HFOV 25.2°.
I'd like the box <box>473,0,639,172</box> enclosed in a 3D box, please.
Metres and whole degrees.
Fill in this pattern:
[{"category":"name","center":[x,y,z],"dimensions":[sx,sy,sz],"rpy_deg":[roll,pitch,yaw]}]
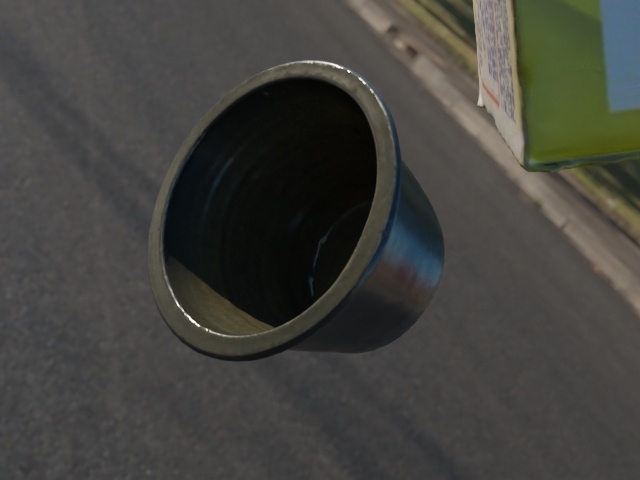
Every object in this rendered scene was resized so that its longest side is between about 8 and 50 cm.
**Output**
[{"category":"box","center":[0.086,-0.164,0.424],"dimensions":[0.168,0.097,0.265],"rpy_deg":[-73,156,-79]}]

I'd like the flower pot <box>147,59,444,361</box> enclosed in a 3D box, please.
[{"category":"flower pot","center":[0.000,0.000,1.094],"dimensions":[0.148,0.235,0.235],"rpy_deg":[31,16,-46]}]
